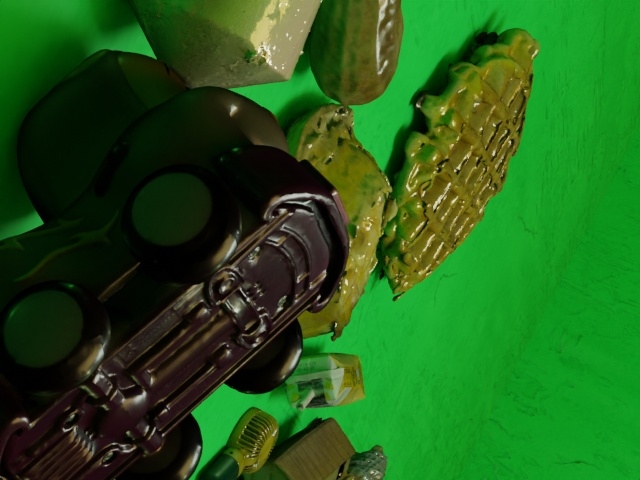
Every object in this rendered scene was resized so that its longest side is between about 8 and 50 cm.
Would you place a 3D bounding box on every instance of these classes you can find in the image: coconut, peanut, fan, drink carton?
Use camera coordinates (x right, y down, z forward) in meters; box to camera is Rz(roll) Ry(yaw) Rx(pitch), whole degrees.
[{"bbox_3d":[-0.077,-0.190,1.229,0.152,0.147,0.147,-67,163,-3],"label":"coconut"},{"bbox_3d":[0.039,-0.239,1.581,0.108,0.095,0.226,-69,168,-49],"label":"peanut"},{"bbox_3d":[-0.102,0.271,1.943,0.155,0.039,0.082,-43,152,-49],"label":"fan"},{"bbox_3d":[-0.002,0.184,2.043,0.200,0.084,0.074,17,66,-73],"label":"drink carton"}]

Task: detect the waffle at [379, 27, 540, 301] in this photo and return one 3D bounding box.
[{"bbox_3d":[0.194,-0.108,2.228,0.382,0.095,0.379,-46,156,-43],"label":"waffle"}]

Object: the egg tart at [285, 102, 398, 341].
[{"bbox_3d":[0.000,0.000,1.716,0.315,0.120,0.315,19,90,-78],"label":"egg tart"}]

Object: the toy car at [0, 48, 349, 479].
[{"bbox_3d":[-0.158,0.022,1.153,0.341,0.240,0.271,-41,154,-10],"label":"toy car"}]

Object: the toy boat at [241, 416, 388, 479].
[{"bbox_3d":[-0.038,0.342,2.078,0.445,0.136,0.162,-29,136,-61],"label":"toy boat"}]
